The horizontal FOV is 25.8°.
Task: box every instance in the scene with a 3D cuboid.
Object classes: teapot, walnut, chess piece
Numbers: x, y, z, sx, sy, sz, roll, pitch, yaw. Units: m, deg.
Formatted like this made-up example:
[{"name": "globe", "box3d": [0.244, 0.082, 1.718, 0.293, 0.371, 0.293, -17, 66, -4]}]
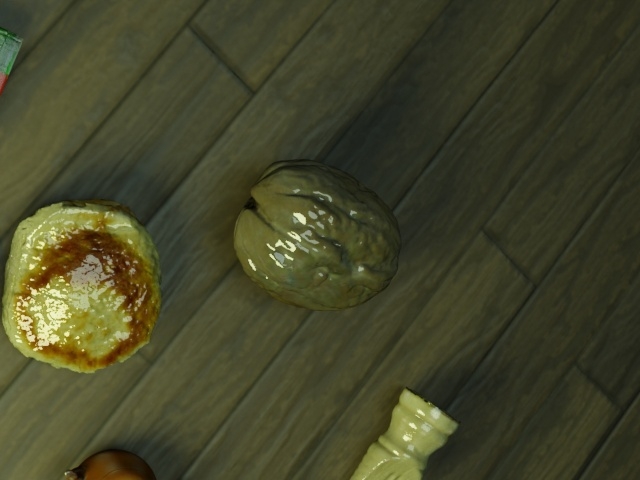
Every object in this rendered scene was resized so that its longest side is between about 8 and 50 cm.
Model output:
[{"name": "teapot", "box3d": [-0.235, 0.306, 1.644, 0.173, 0.116, 0.116, 35, 78, -23]}, {"name": "walnut", "box3d": [0.001, 0.000, 1.714, 0.230, 0.178, 0.178, 22, 83, -29]}, {"name": "chess piece", "box3d": [0.093, 0.296, 1.823, 0.090, 0.090, 0.200, 34, 89, -23]}]

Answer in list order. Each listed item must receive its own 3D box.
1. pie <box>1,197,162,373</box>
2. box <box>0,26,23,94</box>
[{"name": "pie", "box3d": [-0.275, 0.052, 1.626, 0.178, 0.084, 0.205, 11, 91, -25]}, {"name": "box", "box3d": [-0.463, -0.214, 1.551, 0.235, 0.034, 0.132, 23, 82, -24]}]
